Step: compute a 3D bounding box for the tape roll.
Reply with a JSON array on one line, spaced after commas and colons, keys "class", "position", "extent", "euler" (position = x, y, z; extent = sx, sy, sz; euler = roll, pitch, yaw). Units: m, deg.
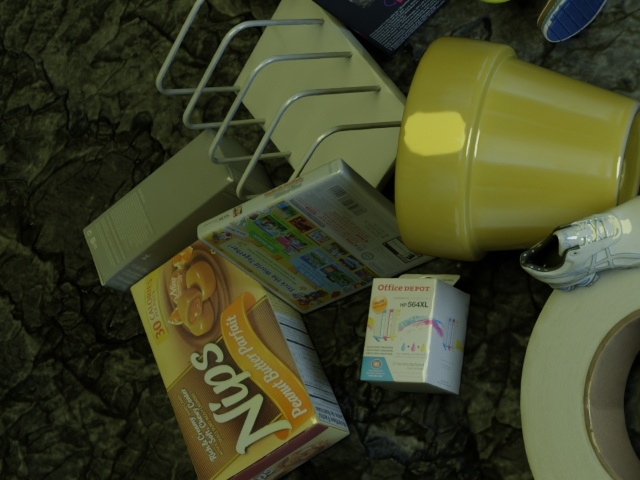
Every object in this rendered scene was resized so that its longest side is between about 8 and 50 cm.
[{"class": "tape roll", "position": [0.378, 0.169, 1.601], "extent": [0.392, 0.072, 0.392], "euler": [-7, 80, 45]}]

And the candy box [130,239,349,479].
[{"class": "candy box", "position": [-0.108, 0.150, 1.966], "extent": [0.183, 0.087, 0.316], "euler": [-35, 60, 19]}]

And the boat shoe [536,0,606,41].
[{"class": "boat shoe", "position": [0.317, -0.321, 1.861], "extent": [0.183, 0.066, 0.066], "euler": [-50, 51, -2]}]

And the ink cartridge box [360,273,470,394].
[{"class": "ink cartridge box", "position": [0.114, 0.105, 1.837], "extent": [0.092, 0.090, 0.143], "euler": [-1, 75, 32]}]

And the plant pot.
[{"class": "plant pot", "position": [0.233, -0.092, 1.742], "extent": [0.239, 0.254, 0.254], "euler": [10, 80, 20]}]

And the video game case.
[{"class": "video game case", "position": [0.000, 0.000, 1.860], "extent": [0.206, 0.227, 0.026], "euler": [-24, 52, 24]}]

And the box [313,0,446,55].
[{"class": "box", "position": [0.033, -0.372, 1.925], "extent": [0.143, 0.270, 0.165], "euler": [-43, 57, 14]}]

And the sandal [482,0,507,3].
[{"class": "sandal", "position": [0.268, -0.429, 1.893], "extent": [0.317, 0.126, 0.138], "euler": [-44, 14, 0]}]

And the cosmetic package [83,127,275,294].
[{"class": "cosmetic package", "position": [-0.183, -0.030, 2.048], "extent": [0.238, 0.127, 0.107], "euler": [-36, 59, 21]}]

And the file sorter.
[{"class": "file sorter", "position": [-0.047, -0.165, 1.922], "extent": [0.278, 0.173, 0.193], "euler": [52, 129, 26]}]

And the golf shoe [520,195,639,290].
[{"class": "golf shoe", "position": [0.288, 0.002, 1.608], "extent": [0.176, 0.086, 0.069], "euler": [-35, 58, 36]}]
